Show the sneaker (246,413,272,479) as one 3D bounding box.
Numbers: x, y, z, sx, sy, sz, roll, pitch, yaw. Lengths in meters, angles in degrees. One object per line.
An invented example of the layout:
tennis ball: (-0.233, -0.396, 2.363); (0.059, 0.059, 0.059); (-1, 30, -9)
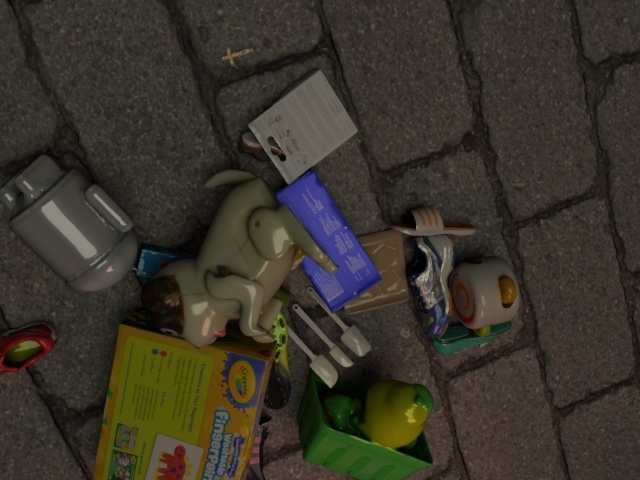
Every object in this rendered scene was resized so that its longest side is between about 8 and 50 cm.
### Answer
sneaker: (-0.181, 0.548, 1.928); (0.131, 0.112, 0.319); (-19, 111, -7)

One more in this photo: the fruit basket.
fruit basket: (0.154, 0.472, 1.908); (0.391, 0.283, 0.392); (-4, 120, -7)

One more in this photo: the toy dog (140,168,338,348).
toy dog: (-0.218, 0.067, 1.619); (0.408, 0.284, 0.395); (-41, 88, -1)

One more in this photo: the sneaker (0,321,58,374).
sneaker: (-0.770, 0.279, 1.678); (0.278, 0.118, 0.107); (-26, 110, -8)

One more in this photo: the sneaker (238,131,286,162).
sneaker: (-0.134, -0.226, 1.761); (0.157, 0.061, 0.065); (14, 133, -26)

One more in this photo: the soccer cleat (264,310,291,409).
soccer cleat: (-0.128, 0.308, 1.873); (0.093, 0.121, 0.290); (-2, 106, 1)

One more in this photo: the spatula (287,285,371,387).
spatula: (0.004, 0.251, 1.892); (0.168, 0.019, 0.242); (-42, 87, -14)

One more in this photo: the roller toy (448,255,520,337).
roller toy: (0.458, 0.141, 1.950); (0.146, 0.191, 0.209); (-11, 137, -14)

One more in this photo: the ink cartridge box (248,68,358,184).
ink cartridge box: (-0.046, -0.284, 1.747); (0.232, 0.066, 0.189); (-37, 113, -7)

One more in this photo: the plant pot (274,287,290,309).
plant pot: (-0.125, 0.150, 1.855); (0.079, 0.083, 0.083); (20, 99, -33)

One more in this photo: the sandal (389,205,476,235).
sandal: (0.307, -0.059, 1.908); (0.265, 0.102, 0.076); (-1, 105, -25)

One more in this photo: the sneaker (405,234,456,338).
sneaker: (0.289, 0.127, 1.944); (0.130, 0.112, 0.297); (0, 95, -23)

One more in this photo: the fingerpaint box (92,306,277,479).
fingerpaint box: (-0.339, 0.432, 1.767); (0.370, 0.163, 0.445); (13, 102, 3)

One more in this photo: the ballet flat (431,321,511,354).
ballet flat: (0.437, 0.280, 2.056); (0.247, 0.083, 0.087); (-11, 132, -13)

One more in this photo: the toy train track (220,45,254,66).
toy train track: (-0.200, -0.448, 1.690); (0.083, 0.014, 0.048); (-20, 110, -10)

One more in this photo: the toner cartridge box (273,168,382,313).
toner cartridge box: (0.000, 0.000, 1.822); (0.165, 0.075, 0.348); (-33, 105, -2)

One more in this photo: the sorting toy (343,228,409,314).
sorting toy: (0.141, 0.084, 1.932); (0.192, 0.038, 0.209); (-13, 104, -12)

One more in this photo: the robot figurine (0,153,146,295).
robot figurine: (-0.559, -0.023, 1.607); (0.299, 0.200, 0.353); (-22, 117, 34)

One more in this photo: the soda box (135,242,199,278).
soda box: (-0.352, 0.066, 1.765); (0.209, 0.067, 0.071); (13, 101, -19)
